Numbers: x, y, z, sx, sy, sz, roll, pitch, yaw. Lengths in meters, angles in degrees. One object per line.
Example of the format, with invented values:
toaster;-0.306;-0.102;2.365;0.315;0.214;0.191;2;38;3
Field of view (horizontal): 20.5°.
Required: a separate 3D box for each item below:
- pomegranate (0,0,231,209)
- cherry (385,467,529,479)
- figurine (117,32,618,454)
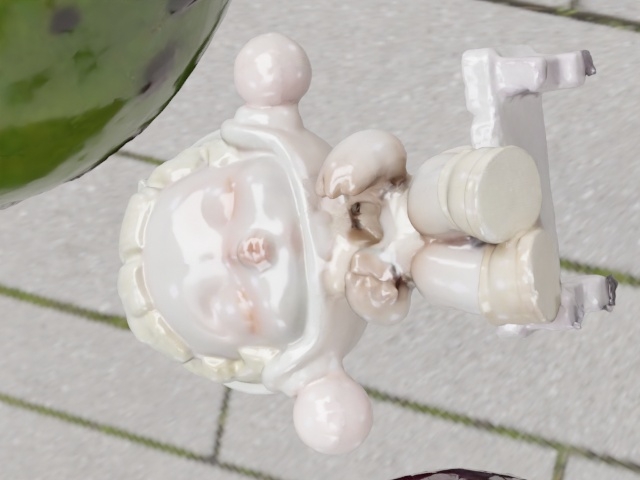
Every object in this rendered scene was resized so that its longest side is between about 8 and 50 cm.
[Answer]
pomegranate;-0.088;-0.112;0.405;0.202;0.248;0.202;32;148;23
cherry;0.023;0.167;0.517;0.195;0.195;0.195;3;98;17
figurine;0.003;-0.007;0.840;0.256;0.144;0.182;-7;114;30
